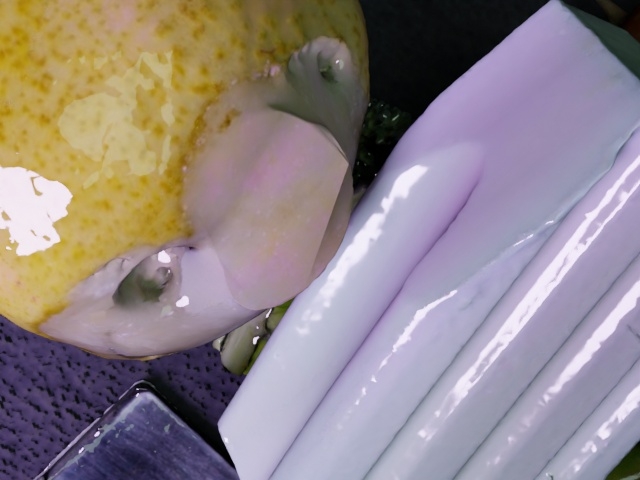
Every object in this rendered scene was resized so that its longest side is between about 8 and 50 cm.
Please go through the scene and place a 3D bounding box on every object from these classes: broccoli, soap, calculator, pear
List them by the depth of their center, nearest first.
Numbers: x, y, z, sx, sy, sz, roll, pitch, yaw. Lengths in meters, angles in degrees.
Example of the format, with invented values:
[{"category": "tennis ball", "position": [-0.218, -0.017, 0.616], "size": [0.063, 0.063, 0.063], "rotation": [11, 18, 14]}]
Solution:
[{"category": "pear", "position": [-0.101, -0.072, 0.598], "size": [0.271, 0.271, 0.271], "rotation": [-2, 100, -10]}, {"category": "soap", "position": [0.100, 0.052, 0.638], "size": [0.208, 0.115, 0.347], "rotation": [14, 123, -31]}, {"category": "broccoli", "position": [0.001, 0.002, 0.716], "size": [0.122, 0.118, 0.204], "rotation": [30, 110, -33]}, {"category": "calculator", "position": [-0.085, 0.233, 0.771], "size": [0.161, 0.021, 0.262], "rotation": [-43, 104, -1]}]

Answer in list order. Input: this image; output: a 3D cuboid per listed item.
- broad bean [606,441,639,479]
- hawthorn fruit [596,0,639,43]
[{"category": "broad bean", "position": [0.251, 0.162, 0.805], "size": [0.195, 0.046, 0.061], "rotation": [-27, 115, 0]}, {"category": "hawthorn fruit", "position": [0.231, -0.091, 0.710], "size": [0.189, 0.149, 0.149], "rotation": [36, 92, -14]}]
